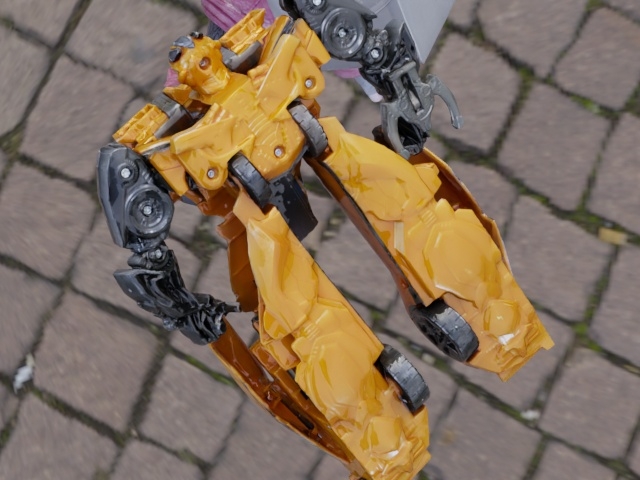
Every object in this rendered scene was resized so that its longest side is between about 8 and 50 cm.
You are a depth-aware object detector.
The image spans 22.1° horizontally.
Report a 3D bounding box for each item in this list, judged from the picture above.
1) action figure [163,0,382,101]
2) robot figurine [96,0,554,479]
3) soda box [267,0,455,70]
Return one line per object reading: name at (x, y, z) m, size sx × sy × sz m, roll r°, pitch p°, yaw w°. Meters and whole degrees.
action figure at (0.012, -0.238, 1.274) m, size 0.248 × 0.276 × 0.370 m, roll 34°, pitch 94°, yaw -8°
robot figurine at (0.000, 0.000, 0.911) m, size 0.211 × 0.085 × 0.291 m, roll -43°, pitch 116°, yaw -14°
soda box at (-0.009, -0.236, 0.935) m, size 0.098 × 0.091 × 0.286 m, roll -63°, pitch 140°, yaw -38°
